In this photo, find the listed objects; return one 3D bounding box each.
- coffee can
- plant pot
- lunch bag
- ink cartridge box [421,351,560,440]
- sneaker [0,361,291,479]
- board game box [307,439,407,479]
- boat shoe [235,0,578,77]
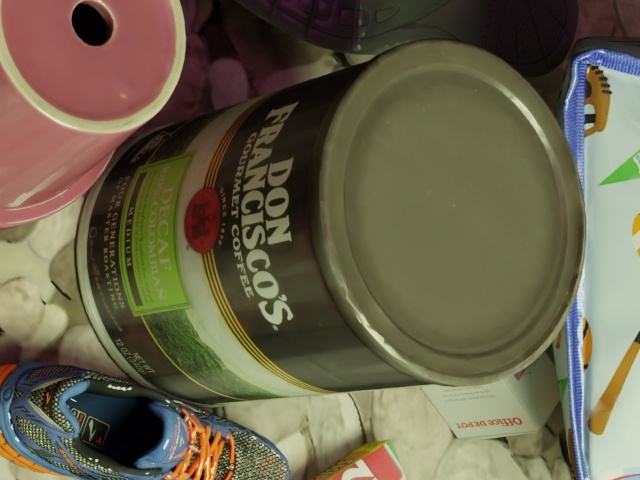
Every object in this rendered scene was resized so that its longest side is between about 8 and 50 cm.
[{"bbox_3d":[0.000,0.000,1.149,0.202,0.275,0.201,7,79,-36],"label":"coffee can"},{"bbox_3d":[-0.182,-0.111,1.090,0.201,0.180,0.201,6,79,-35],"label":"plant pot"},{"bbox_3d":[0.277,0.051,1.298,0.328,0.239,0.385,-32,125,-77],"label":"lunch bag"},{"bbox_3d":[0.111,0.084,1.337,0.052,0.088,0.122,-48,112,-35],"label":"ink cartridge box"},{"bbox_3d":[-0.107,0.135,1.167,0.221,0.087,0.083,19,73,-33],"label":"sneaker"},{"bbox_3d":[-0.019,0.243,1.231,0.259,0.039,0.124,-27,96,-41],"label":"board game box"},{"bbox_3d":[0.039,-0.193,1.332,0.320,0.103,0.118,9,97,-30],"label":"boat shoe"}]
